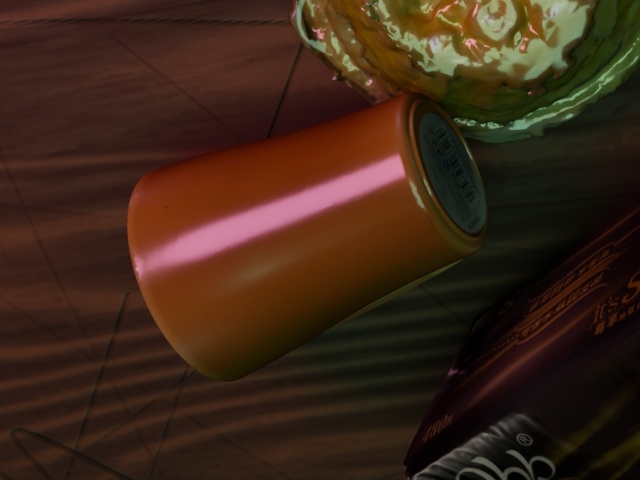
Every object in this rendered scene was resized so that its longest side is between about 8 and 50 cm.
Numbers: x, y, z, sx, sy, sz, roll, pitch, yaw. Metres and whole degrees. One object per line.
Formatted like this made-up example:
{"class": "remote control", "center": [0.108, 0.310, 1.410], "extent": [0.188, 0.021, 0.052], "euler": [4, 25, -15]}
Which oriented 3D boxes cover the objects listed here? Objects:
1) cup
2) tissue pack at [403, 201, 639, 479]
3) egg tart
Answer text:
{"class": "cup", "center": [0.000, 0.000, 1.346], "extent": [0.264, 0.182, 0.226], "euler": [-22, 148, 25]}
{"class": "tissue pack", "center": [0.258, 0.100, 1.276], "extent": [0.198, 0.210, 0.370], "euler": [42, 135, -7]}
{"class": "egg tart", "center": [0.121, -0.209, 1.293], "extent": [0.315, 0.120, 0.314], "euler": [2, 110, 6]}
